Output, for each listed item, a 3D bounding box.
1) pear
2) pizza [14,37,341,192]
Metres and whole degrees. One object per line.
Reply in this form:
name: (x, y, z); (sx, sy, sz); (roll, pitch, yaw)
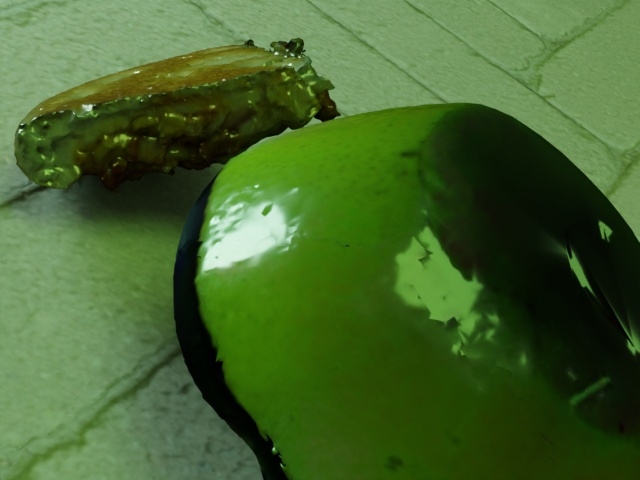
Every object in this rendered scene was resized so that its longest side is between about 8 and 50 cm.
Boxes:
pear: (0.108, 0.066, 0.825); (0.399, 0.165, 0.399); (28, 43, -30)
pizza: (-0.091, -0.098, 0.992); (0.229, 0.081, 0.289); (-4, 16, 27)
